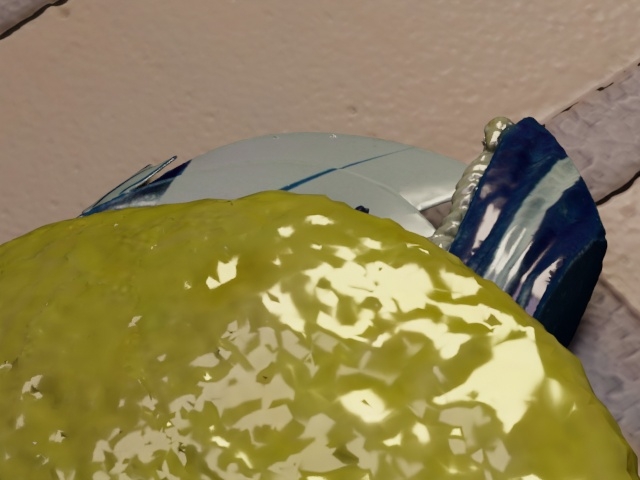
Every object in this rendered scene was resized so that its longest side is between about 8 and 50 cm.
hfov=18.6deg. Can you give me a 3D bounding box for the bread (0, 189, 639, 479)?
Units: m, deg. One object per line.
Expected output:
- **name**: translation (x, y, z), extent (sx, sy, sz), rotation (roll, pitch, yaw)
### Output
- **bread**: translation (-0.038, 0.184, 0.737), extent (0.348, 0.308, 0.348), rotation (-5, 60, 8)

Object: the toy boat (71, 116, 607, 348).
- **toy boat**: translation (0.001, 0.023, 0.999), extent (0.291, 0.070, 0.210), rotation (-3, 49, 13)
